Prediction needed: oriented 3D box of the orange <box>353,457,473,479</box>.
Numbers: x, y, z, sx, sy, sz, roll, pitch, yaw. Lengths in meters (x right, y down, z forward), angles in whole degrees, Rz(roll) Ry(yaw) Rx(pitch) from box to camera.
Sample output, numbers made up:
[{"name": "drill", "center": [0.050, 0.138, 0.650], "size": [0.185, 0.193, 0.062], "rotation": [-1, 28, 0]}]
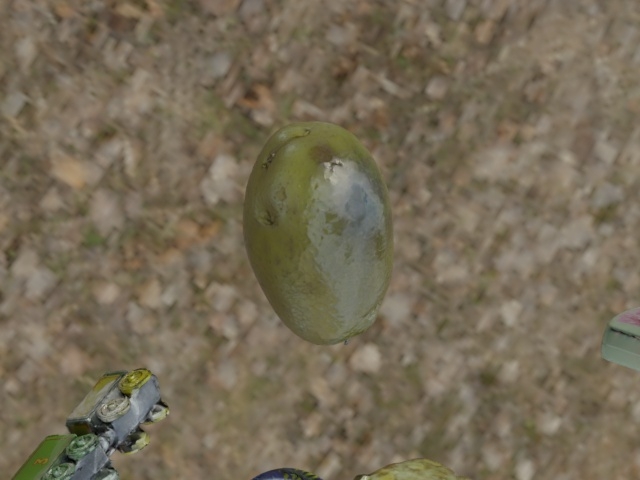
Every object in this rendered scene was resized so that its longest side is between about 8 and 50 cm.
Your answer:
[{"name": "orange", "center": [0.164, 0.445, 2.277], "size": [0.271, 0.210, 0.369], "rotation": [-59, 145, -9]}]

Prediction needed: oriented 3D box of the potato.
[{"name": "potato", "center": [0.000, 0.000, 1.850], "size": [0.159, 0.174, 0.251], "rotation": [-11, 116, 0]}]

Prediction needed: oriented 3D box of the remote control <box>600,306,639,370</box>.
[{"name": "remote control", "center": [0.488, 0.147, 1.971], "size": [0.145, 0.344, 0.050], "rotation": [-15, 118, -55]}]

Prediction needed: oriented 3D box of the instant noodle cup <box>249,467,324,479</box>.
[{"name": "instant noodle cup", "center": [0.098, 0.299, 1.181], "size": [0.312, 0.284, 0.284], "rotation": [9, 110, -30]}]

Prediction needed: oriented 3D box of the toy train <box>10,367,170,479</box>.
[{"name": "toy train", "center": [-0.211, 0.188, 1.609], "size": [0.202, 0.081, 0.060], "rotation": [-54, 127, -51]}]
